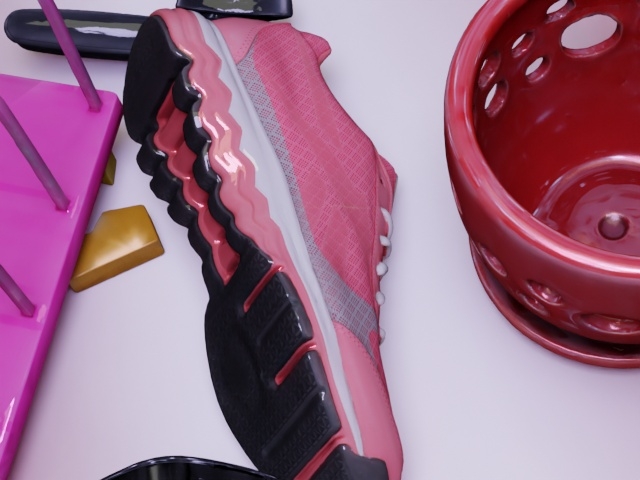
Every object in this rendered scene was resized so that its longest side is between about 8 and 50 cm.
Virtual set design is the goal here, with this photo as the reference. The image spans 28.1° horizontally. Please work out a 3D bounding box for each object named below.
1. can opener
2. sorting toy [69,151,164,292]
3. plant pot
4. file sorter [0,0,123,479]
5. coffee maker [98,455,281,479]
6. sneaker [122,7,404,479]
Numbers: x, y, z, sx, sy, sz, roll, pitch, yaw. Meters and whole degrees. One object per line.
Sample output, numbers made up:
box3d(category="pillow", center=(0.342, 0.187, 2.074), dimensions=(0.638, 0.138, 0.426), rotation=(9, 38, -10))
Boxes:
box3d(category="can opener", center=(-0.109, -0.132, 0.824), dimensions=(0.186, 0.059, 0.073), rotation=(0, 80, 7))
box3d(category="sorting toy", center=(-0.267, 0.003, 0.791), dimensions=(0.307, 0.041, 0.229), rotation=(-25, 63, -4))
box3d(category="plant pot", center=(0.163, -0.031, 0.668), dimensions=(0.191, 0.174, 0.191), rotation=(-4, 62, 7))
box3d(category="file sorter", center=(-0.258, -0.002, 0.676), dimensions=(0.202, 0.182, 0.290), rotation=(10, 69, 10))
box3d(category="coffee maker", center=(-0.050, 0.199, 0.609), dimensions=(0.171, 0.120, 0.178), rotation=(-16, 60, 13))
box3d(category="sneaker", center=(0.000, -0.001, 0.716), dimensions=(0.136, 0.116, 0.313), rotation=(-10, 70, -30))
